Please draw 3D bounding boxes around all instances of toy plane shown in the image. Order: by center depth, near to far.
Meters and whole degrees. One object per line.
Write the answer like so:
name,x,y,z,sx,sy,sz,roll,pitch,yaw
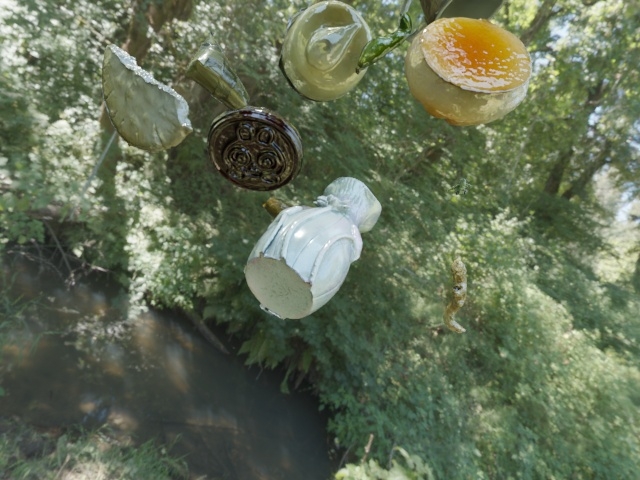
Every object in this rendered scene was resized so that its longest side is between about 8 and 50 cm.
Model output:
toy plane,0.424,-0.159,1.238,0.080,0.033,0.083,-8,-22,1

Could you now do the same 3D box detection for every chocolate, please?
chocolate,0.036,-0.665,1.409,0.314,0.326,0.297,14,0,-14

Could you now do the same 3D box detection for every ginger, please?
ginger,0.444,0.188,1.332,0.075,0.288,0.089,3,26,14

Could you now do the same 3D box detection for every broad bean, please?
broad bean,0.176,-0.548,1.147,0.070,0.213,0.048,46,3,0

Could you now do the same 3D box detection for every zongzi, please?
zongzi,-0.331,-0.577,1.410,0.221,0.112,0.242,40,38,-34

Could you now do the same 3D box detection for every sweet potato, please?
sweet potato,-0.093,-0.080,1.332,0.243,0.077,0.077,26,4,26

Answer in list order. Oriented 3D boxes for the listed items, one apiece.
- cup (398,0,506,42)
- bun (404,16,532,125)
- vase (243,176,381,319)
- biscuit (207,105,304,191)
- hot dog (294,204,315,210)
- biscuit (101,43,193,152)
cup,0.342,-0.721,1.172,0.227,0.301,0.257,-3,68,-51
bun,0.342,-0.393,0.995,0.299,0.299,0.165,32,-27,8
vase,0.000,0.000,1.090,0.250,0.250,0.445,32,43,9
biscuit,-0.268,-0.357,1.684,0.407,0.407,0.091,28,45,-20
hot dog,-0.066,-0.019,1.477,0.196,0.272,0.122,31,-30,5
biscuit,-0.345,-0.251,0.770,0.290,0.141,0.038,40,20,22
